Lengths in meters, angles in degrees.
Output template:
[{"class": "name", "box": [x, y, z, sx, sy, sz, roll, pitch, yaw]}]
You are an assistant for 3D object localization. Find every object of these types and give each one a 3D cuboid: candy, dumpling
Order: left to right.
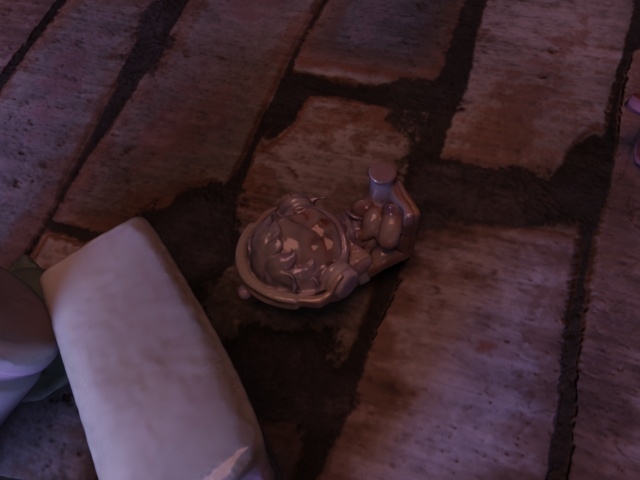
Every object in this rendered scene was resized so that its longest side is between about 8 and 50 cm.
[{"class": "dumpling", "box": [-0.361, 0.114, 0.893, 0.219, 0.108, 0.153, 51, 118, 38]}, {"class": "candy", "box": [-0.157, 0.159, 0.716, 0.145, 0.208, 0.359, -27, 46, -12]}]

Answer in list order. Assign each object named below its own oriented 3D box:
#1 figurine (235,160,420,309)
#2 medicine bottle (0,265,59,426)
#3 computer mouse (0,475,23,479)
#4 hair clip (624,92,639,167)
[{"class": "figurine", "box": [0.000, 0.002, 0.865, 0.236, 0.141, 0.163, -20, 53, -3]}, {"class": "medicine bottle", "box": [-0.446, 0.176, 0.738, 0.202, 0.202, 0.316, 41, 95, 28]}, {"class": "computer mouse", "box": [-0.280, 0.357, 0.678, 0.373, 0.114, 0.203, 25, 91, 1]}, {"class": "hair clip", "box": [0.469, -0.163, 0.912, 0.123, 0.102, 0.138, 38, 70, 24]}]
